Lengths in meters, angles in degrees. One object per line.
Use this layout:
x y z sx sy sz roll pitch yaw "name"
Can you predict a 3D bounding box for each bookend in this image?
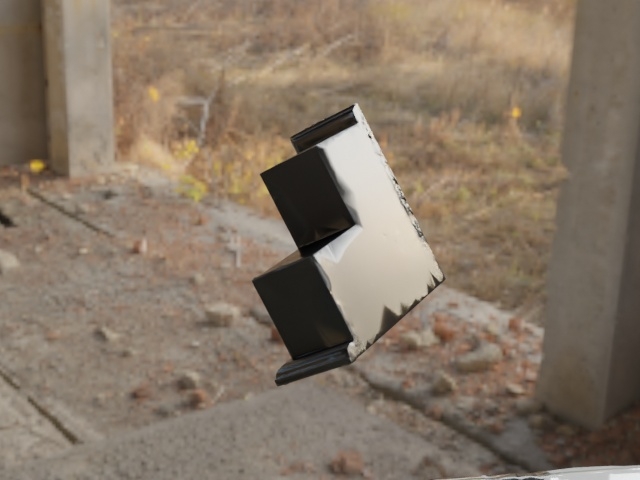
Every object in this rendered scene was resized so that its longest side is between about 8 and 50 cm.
0.000 0.000 0.815 0.072 0.156 0.157 -23 8 37 "bookend"

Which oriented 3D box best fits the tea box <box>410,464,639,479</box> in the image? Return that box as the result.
-0.026 0.261 0.497 0.324 0.329 0.219 4 59 -30 "tea box"
